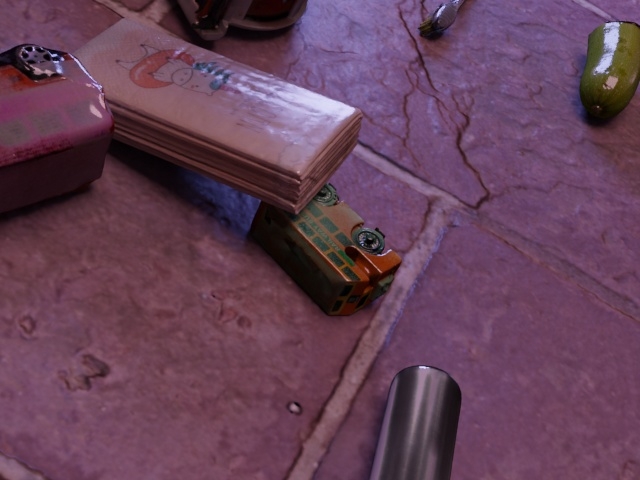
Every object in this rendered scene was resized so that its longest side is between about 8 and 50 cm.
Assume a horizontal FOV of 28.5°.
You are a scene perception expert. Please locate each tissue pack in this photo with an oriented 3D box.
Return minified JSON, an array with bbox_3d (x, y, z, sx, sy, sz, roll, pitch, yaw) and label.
[{"bbox_3d":[-0.131,-0.149,1.446,0.325,0.071,0.170,23,38,16],"label":"tissue pack"}]

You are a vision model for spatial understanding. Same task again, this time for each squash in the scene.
[{"bbox_3d":[0.441,-0.247,1.904,0.095,0.095,0.188,26,45,-3],"label":"squash"}]

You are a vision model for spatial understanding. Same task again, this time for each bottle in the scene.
[{"bbox_3d":[0.091,0.238,1.242,0.096,0.079,0.253,56,30,-29],"label":"bottle"}]

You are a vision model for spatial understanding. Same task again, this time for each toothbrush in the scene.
[{"bbox_3d":[0.244,-0.415,1.998,0.035,0.042,0.413,62,38,-19],"label":"toothbrush"}]

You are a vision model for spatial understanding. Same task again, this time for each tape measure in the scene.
[{"bbox_3d":[-0.119,-0.391,1.709,0.265,0.130,0.258,-7,52,-40],"label":"tape measure"}]

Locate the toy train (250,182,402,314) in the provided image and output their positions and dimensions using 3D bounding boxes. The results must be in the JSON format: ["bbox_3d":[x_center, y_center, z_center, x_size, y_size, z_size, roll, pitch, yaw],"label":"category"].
[{"bbox_3d":[0.000,0.000,1.429,0.099,0.072,0.188,-32,68,-37],"label":"toy train"}]

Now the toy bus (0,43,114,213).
[{"bbox_3d":[-0.359,-0.100,1.285,0.303,0.127,0.147,-24,67,-42],"label":"toy bus"}]
